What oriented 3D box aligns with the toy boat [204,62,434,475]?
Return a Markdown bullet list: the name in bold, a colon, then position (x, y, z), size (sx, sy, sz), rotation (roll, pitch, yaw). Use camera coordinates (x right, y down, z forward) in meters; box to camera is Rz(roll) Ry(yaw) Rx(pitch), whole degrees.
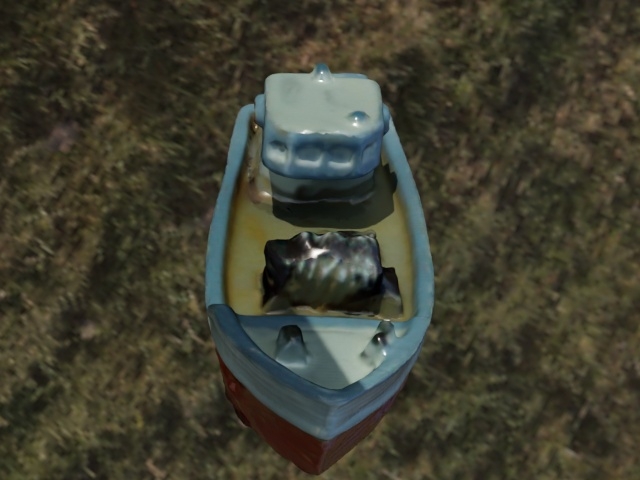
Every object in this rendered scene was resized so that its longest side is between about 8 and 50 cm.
- **toy boat**: position (0.000, 0.000, 0.914), size (0.145, 0.332, 0.133), rotation (2, 130, -3)
